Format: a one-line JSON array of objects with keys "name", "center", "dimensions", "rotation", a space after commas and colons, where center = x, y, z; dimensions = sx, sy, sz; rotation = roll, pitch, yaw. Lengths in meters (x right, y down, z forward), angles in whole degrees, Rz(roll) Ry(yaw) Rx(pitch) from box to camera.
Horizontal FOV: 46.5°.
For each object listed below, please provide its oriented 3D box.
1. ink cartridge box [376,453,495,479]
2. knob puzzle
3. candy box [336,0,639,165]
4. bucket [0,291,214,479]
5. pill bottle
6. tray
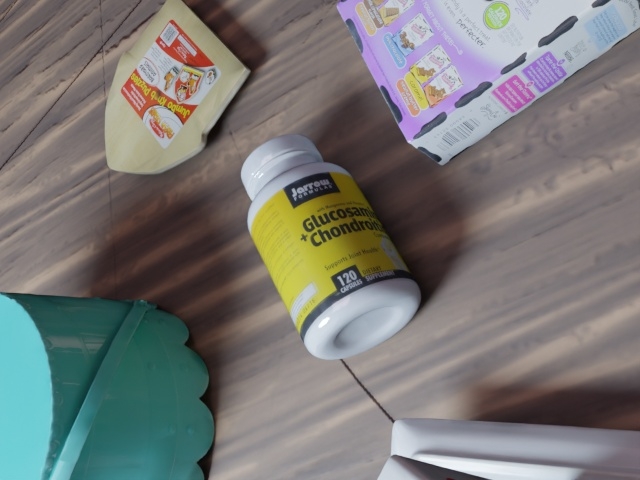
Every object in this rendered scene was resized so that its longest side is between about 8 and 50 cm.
[{"name": "ink cartridge box", "center": [0.145, 0.215, 0.304], "dimensions": [0.272, 0.197, 0.114], "rotation": [26, 87, 43]}, {"name": "knob puzzle", "center": [-0.174, -0.154, 0.837], "dimensions": [0.213, 0.030, 0.213], "rotation": [-9, 73, 32]}, {"name": "candy box", "center": [0.132, -0.187, 0.610], "dimensions": [0.196, 0.070, 0.165], "rotation": [-35, 61, 23]}, {"name": "bucket", "center": [-0.258, 0.180, 0.714], "dimensions": [0.281, 0.183, 0.281], "rotation": [-9, 73, 32]}, {"name": "pill bottle", "center": [0.000, 0.000, 0.632], "dimensions": [0.103, 0.103, 0.184], "rotation": [-40, 59, 20]}, {"name": "tray", "center": [0.157, 0.190, 0.464], "dimensions": [0.270, 0.030, 0.145], "rotation": [-5, 74, 32]}]
